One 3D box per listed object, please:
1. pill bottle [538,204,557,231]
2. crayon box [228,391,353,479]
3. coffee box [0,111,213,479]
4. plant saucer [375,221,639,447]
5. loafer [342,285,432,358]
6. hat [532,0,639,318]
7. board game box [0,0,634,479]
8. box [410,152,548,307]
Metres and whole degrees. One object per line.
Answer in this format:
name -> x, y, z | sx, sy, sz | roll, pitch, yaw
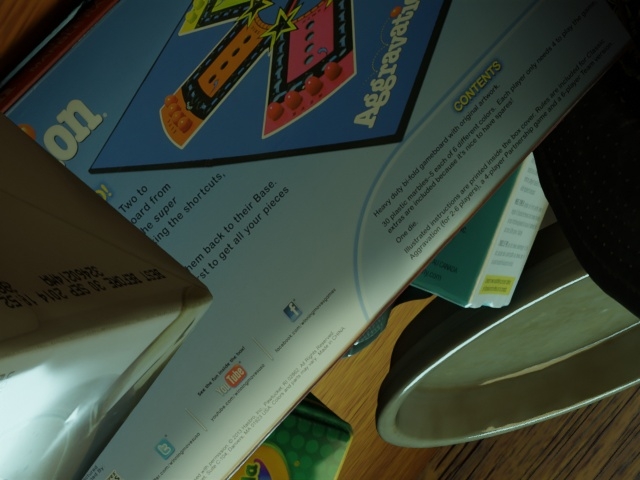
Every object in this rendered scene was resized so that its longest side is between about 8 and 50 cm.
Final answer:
pill bottle -> 0.193, -0.100, 1.053 | 0.188, 0.188, 0.334 | -45, 168, -21
crayon box -> -0.093, 0.165, 0.739 | 0.278, 0.081, 0.165 | -69, -160, 4
coffee box -> -0.180, 0.099, 0.475 | 0.297, 0.119, 0.168 | -53, 168, 14
plant saucer -> 0.153, 0.036, 1.023 | 0.278, 0.041, 0.278 | -21, 159, -8
loafer -> 0.000, 0.000, 0.928 | 0.267, 0.084, 0.096 | -15, 110, -65
hat -> 0.183, -0.120, 0.658 | 0.134, 0.331, 0.331 | -6, 149, -20
board game box -> -0.029, -0.024, 0.622 | 0.281, 0.145, 0.027 | -46, -155, -14
box -> 0.093, -0.093, 0.844 | 0.244, 0.060, 0.100 | -69, 165, 4
